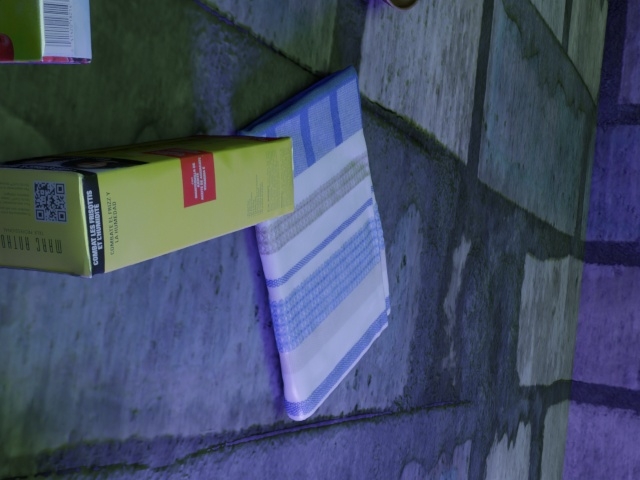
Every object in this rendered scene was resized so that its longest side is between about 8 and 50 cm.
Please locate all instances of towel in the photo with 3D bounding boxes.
[{"bbox_3d":[0.000,0.000,0.877,0.209,0.034,0.285,-44,131,-52],"label":"towel"}]

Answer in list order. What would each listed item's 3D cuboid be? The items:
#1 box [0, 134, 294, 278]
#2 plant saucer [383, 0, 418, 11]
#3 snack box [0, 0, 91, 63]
[{"bbox_3d":[-0.104,-0.030,0.589,0.232,0.087,0.058,-20,112,-61],"label":"box"},{"bbox_3d":[0.069,-0.335,0.958,0.198,0.036,0.199,5,90,-65],"label":"plant saucer"},{"bbox_3d":[-0.158,-0.153,0.436,0.037,0.100,0.141,-19,112,-62],"label":"snack box"}]
